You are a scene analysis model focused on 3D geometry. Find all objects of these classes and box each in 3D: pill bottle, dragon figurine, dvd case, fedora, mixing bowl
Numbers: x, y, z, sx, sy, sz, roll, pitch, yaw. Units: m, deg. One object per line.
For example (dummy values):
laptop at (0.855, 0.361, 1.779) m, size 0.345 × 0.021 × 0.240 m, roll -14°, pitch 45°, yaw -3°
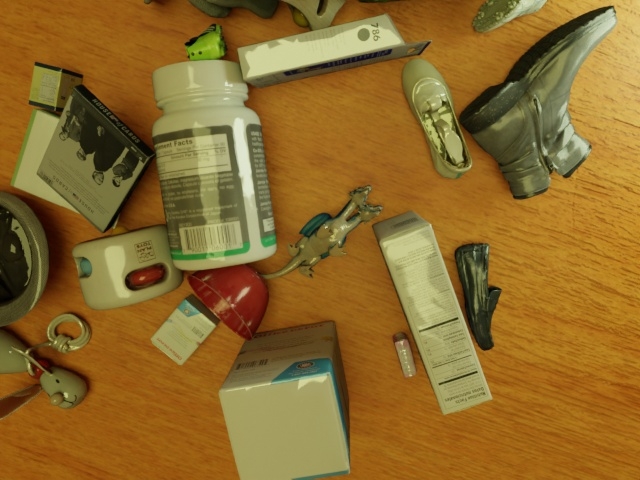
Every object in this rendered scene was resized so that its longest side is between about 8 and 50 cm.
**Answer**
pill bottle at (-0.203, -0.137, 1.020) m, size 0.204 × 0.204 × 0.361 m, roll -6°, pitch 96°, yaw 4°
dragon figurine at (0.000, 0.000, 1.091) m, size 0.289 × 0.144 × 0.085 m, roll -36°, pitch 98°, yaw 27°
dvd case at (-0.429, -0.144, 1.017) m, size 0.179 × 0.029 × 0.239 m, roll 44°, pitch 127°, yaw -4°
fedora at (-0.653, 0.035, 1.116) m, size 0.244 × 0.124 × 0.275 m, roll -17°, pitch 89°, yaw 4°
mixing bowl at (-0.171, 0.104, 1.093) m, size 0.181 × 0.181 × 0.098 m, roll 45°, pitch 67°, yaw -4°

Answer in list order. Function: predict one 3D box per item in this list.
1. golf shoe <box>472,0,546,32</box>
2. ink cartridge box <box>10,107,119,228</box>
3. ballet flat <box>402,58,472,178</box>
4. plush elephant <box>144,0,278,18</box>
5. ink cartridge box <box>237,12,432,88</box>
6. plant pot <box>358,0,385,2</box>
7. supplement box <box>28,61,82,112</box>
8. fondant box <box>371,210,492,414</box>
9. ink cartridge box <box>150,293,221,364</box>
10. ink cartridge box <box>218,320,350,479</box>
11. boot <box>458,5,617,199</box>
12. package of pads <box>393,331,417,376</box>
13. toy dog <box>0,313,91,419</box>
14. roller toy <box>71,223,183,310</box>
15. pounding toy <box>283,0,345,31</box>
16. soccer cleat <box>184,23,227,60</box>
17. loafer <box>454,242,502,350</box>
golf shoe at (0.375, -0.438, 1.009) m, size 0.176 × 0.086 × 0.069 m, roll -31°, pitch 55°, yaw 30°
ink cartridge box at (-0.496, -0.148, 1.113) m, size 0.235 × 0.056 × 0.171 m, roll 23°, pitch 100°, yaw -2°
ballet flat at (0.229, -0.237, 1.042) m, size 0.086 × 0.086 × 0.248 m, roll -24°, pitch 97°, yaw 7°
plush elephant at (-0.243, -0.551, 0.955) m, size 0.330 × 0.271 × 0.255 m, roll -23°, pitch 57°, yaw -24°
ink cartridge box at (0.026, -0.348, 0.994) m, size 0.333 × 0.165 × 0.065 m, roll -10°, pitch 100°, yaw 4°
plant pot at (0.163, -0.587, 0.880) m, size 0.367 × 0.366 × 0.352 m, roll -5°, pitch 111°, yaw 4°
supplement box at (-0.525, -0.301, 1.075) m, size 0.056 × 0.083 × 0.083 m, roll 15°, pitch 99°, yaw 1°
fondant box at (0.200, 0.120, 1.022) m, size 0.096 × 0.238 × 0.330 m, roll -19°, pitch 98°, yaw 5°
ink cartridge box at (-0.288, 0.191, 1.157) m, size 0.088 × 0.052 × 0.122 m, roll 41°, pitch 98°, yaw -3°
ink cartridge box at (-0.053, 0.303, 1.051) m, size 0.198 × 0.270 × 0.197 m, roll -11°, pitch 100°, yaw 5°
boot at (0.450, -0.253, 1.026) m, size 0.338 × 0.118 × 0.222 m, roll -41°, pitch 104°, yaw 11°
package of pads at (0.177, 0.240, 1.138) m, size 0.032 × 0.050 × 0.083 m, roll -16°, pitch 97°, yaw 6°
toy dog at (-0.673, 0.258, 1.135) m, size 0.334 × 0.161 × 0.220 m, roll 9°, pitch 100°, yaw 2°
roller toy at (-0.377, 0.043, 1.067) m, size 0.209 × 0.191 × 0.146 m, roll -12°, pitch 98°, yaw 5°
pounding toy at (-0.044, -0.440, 0.908) m, size 0.154 × 0.269 × 0.155 m, roll -43°, pitch 59°, yaw 4°
soccer cleat at (-0.212, -0.363, 0.998) m, size 0.072 × 0.179 × 0.060 m, roll -13°, pitch 116°, yaw -2°
loafer at (0.329, 0.114, 1.095) m, size 0.078 × 0.076 × 0.223 m, roll -11°, pitch 95°, yaw 13°
